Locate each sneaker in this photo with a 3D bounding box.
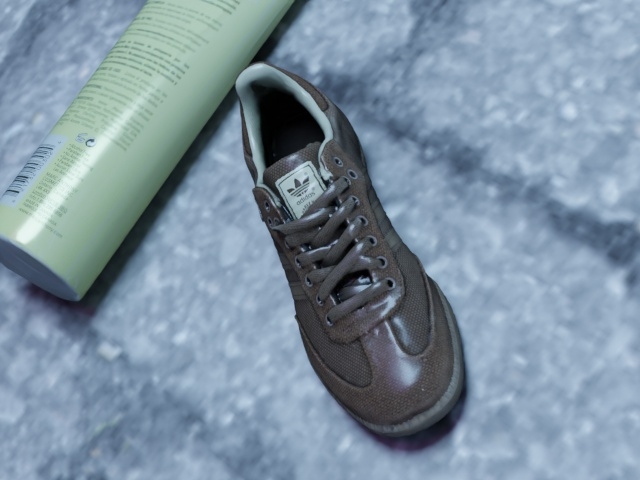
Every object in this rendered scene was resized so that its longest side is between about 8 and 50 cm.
[{"bbox_3d":[0.000,0.000,0.634,0.066,0.071,0.188,-33,49,10],"label":"sneaker"}]

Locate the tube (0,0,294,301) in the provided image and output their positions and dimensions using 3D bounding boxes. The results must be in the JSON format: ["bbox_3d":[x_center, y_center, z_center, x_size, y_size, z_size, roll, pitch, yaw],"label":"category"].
[{"bbox_3d":[-0.079,-0.080,0.751,0.070,0.062,0.240,33,72,-3],"label":"tube"}]
